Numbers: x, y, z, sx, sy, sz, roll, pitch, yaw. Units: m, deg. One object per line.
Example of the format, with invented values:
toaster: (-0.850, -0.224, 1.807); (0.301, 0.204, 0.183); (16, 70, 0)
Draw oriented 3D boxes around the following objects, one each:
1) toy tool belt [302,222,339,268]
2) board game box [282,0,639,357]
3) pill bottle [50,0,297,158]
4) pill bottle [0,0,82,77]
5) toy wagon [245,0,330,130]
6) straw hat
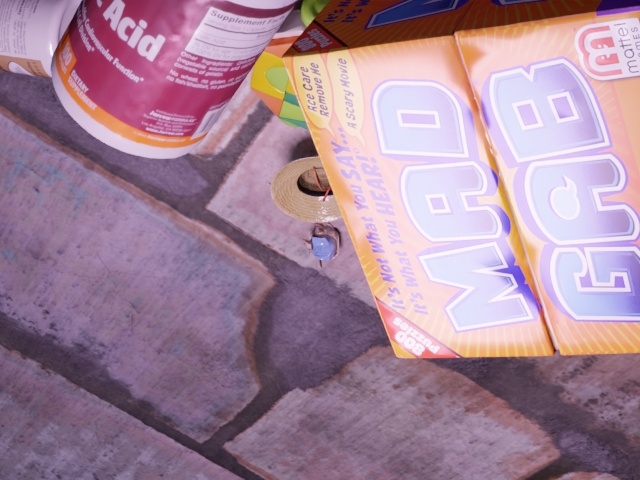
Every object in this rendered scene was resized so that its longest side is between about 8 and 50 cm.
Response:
toy tool belt: (0.000, 0.000, 2.356); (0.052, 0.051, 0.083); (7, 139, 21)
board game box: (0.239, -0.133, 1.545); (0.356, 0.356, 0.356); (-4, 122, 31)
pill bottle: (-0.154, -0.303, 1.887); (0.224, 0.224, 0.392); (31, 128, -9)
pill bottle: (-0.439, -0.300, 2.160); (0.229, 0.131, 0.131); (10, 141, 17)
toy wagon: (0.073, -0.191, 2.032); (0.344, 0.068, 0.267); (23, 155, 1)
straw hat: (0.001, -0.093, 2.235); (0.145, 0.061, 0.144); (1, 138, 1)
